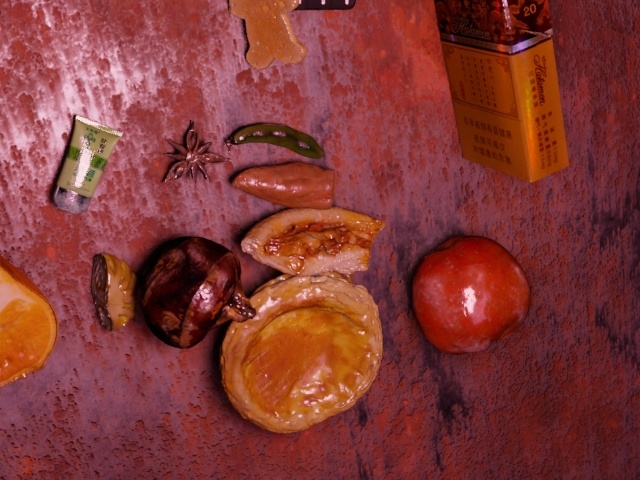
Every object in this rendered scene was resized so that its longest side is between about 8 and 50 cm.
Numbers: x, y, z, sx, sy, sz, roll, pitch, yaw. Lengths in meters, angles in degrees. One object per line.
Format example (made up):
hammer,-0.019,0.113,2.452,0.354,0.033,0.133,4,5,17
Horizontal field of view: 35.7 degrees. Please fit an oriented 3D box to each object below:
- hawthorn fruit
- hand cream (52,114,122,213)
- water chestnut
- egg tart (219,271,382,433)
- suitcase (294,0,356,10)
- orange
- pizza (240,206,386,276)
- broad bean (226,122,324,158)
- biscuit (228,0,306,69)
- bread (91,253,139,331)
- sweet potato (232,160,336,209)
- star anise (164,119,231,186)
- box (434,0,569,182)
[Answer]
hawthorn fruit,0.342,0.127,2.257,0.284,0.284,0.284,-9,110,-26
hand cream,-0.444,-0.137,1.863,0.095,0.046,0.175,21,94,-30
water chestnut,-0.241,0.108,1.946,0.238,0.223,0.224,31,90,-2
egg tart,-0.049,0.226,2.131,0.387,0.169,0.388,-9,113,-23
suitcase,-0.020,-0.593,1.934,0.206,0.066,0.286,-7,110,-27
orange,-0.624,0.128,1.734,0.274,0.274,0.310,-60,167,0
pizza,0.000,0.000,2.078,0.365,0.182,0.074,-2,131,-31
broad bean,-0.091,-0.204,2.040,0.226,0.039,0.069,0,100,-28
biscuit,-0.105,-0.441,1.899,0.030,0.153,0.234,-53,133,-48
bread,-0.397,0.106,1.956,0.094,0.083,0.157,0,105,-41
sweet potato,-0.063,-0.117,2.052,0.251,0.097,0.097,5,104,-31
star anise,-0.260,-0.155,1.955,0.129,0.056,0.124,-45,97,-4
box,0.383,-0.353,2.117,0.115,0.264,0.415,-23,115,-19
